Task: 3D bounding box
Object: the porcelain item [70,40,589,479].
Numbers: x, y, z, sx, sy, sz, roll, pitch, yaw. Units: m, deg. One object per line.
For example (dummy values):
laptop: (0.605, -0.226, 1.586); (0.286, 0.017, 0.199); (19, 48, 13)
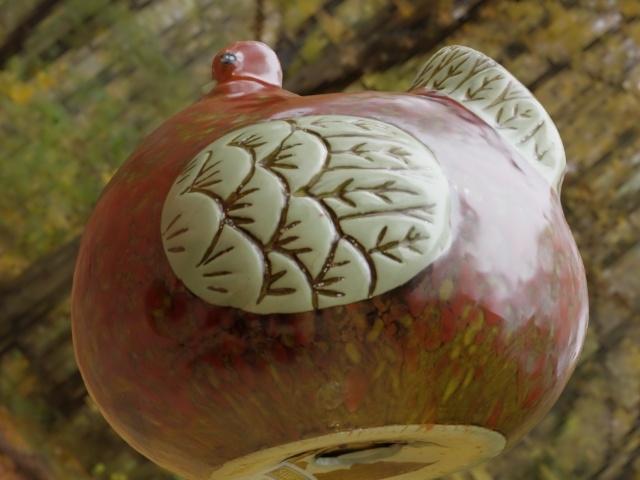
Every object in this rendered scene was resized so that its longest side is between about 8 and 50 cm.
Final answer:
porcelain item: (0.000, 0.000, 0.862); (0.253, 0.253, 0.253); (51, -8, 9)
